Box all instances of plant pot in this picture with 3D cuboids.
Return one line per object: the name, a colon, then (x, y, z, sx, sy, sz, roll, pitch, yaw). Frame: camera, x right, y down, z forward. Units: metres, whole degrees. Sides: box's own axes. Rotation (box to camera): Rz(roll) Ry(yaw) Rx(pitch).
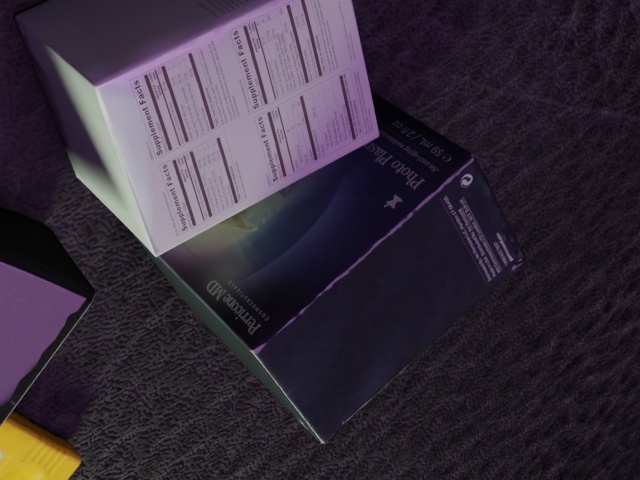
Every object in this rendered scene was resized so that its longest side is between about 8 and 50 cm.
plant pot: (-0.357, 0.052, 1.249, 0.167, 0.188, 0.187, 36, 92, -32)

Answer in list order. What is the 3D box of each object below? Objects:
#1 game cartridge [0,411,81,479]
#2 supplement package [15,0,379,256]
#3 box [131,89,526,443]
game cartridge: (-0.455, 0.274, 1.383, 0.285, 0.052, 0.323, -50, 131, 0)
supplement package: (-0.117, -0.159, 1.274, 0.262, 0.199, 0.198, -29, 129, -19)
box: (0.000, 0.000, 1.383, 0.294, 0.296, 0.183, -42, 132, -8)
